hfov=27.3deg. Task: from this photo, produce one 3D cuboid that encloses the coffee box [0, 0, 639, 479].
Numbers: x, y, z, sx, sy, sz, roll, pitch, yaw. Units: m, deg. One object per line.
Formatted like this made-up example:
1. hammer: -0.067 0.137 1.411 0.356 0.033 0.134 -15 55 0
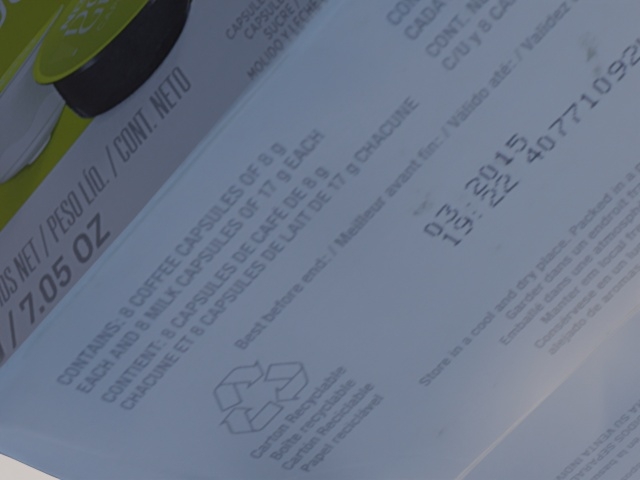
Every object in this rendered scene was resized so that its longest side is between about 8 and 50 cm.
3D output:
1. coffee box: 0.035 -0.089 0.569 0.338 0.337 0.334 33 -164 -43
